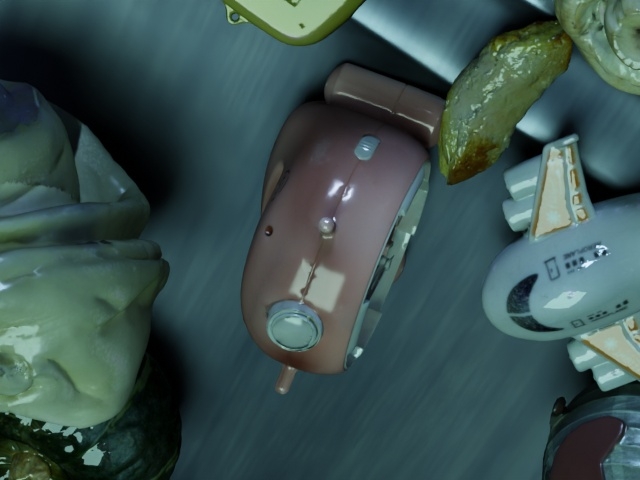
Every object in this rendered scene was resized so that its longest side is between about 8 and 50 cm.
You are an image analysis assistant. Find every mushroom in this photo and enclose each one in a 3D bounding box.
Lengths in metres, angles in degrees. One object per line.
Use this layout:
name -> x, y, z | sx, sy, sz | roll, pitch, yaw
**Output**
mushroom -> 0.254, -0.181, 1.470 | 0.148, 0.112, 0.148 | 6, 121, 9

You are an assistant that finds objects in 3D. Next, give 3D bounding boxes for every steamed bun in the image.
steamed bun -> -0.305, -0.025, 1.636 | 0.394, 0.346, 0.237 | 31, 120, 23

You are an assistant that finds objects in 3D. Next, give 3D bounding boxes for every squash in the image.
squash -> -0.264, 0.181, 1.884 | 0.252, 0.165, 0.252 | 10, 131, 12

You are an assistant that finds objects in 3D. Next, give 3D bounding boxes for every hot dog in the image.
hot dog -> 0.145, -0.124, 1.578 | 0.078, 0.061, 0.169 | 19, 116, -49

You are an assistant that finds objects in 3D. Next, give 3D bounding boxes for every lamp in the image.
lamp -> 0.318, 0.232, 1.712 | 0.233, 0.233, 0.265 | -17, 116, 28

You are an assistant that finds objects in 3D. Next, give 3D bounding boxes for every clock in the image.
clock -> 0.000, 0.000, 1.612 | 0.142, 0.241, 0.227 | 19, 132, 5

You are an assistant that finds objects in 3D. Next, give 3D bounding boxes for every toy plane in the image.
toy plane -> 0.250, 0.020, 1.617 | 0.244, 0.117, 0.245 | 3, 110, 9

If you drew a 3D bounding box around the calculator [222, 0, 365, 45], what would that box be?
calculator -> 0.001, -0.259, 1.472 | 0.157, 0.033, 0.236 | 35, 105, -14
